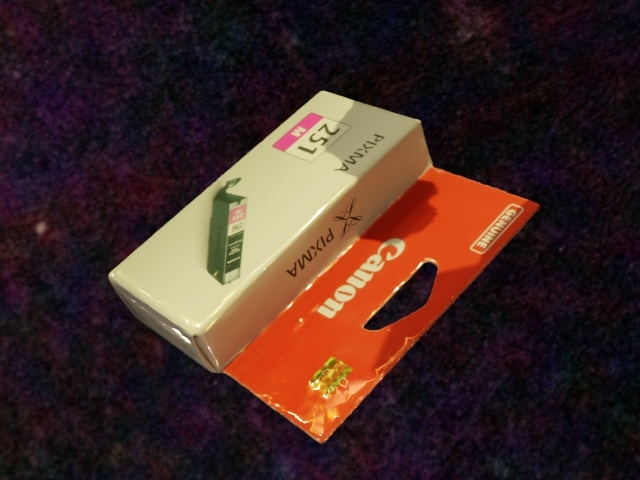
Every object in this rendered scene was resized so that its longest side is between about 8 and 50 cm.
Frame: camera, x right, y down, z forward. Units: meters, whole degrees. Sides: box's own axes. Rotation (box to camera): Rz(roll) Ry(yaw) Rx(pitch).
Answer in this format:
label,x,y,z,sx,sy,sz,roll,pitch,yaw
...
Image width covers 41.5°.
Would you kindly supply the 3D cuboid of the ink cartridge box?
label,x,y,z,sx,sy,sz,roll,pitch,yaw
ink cartridge box,0.000,0.000,0.692,0.239,0.275,0.060,25,150,42
